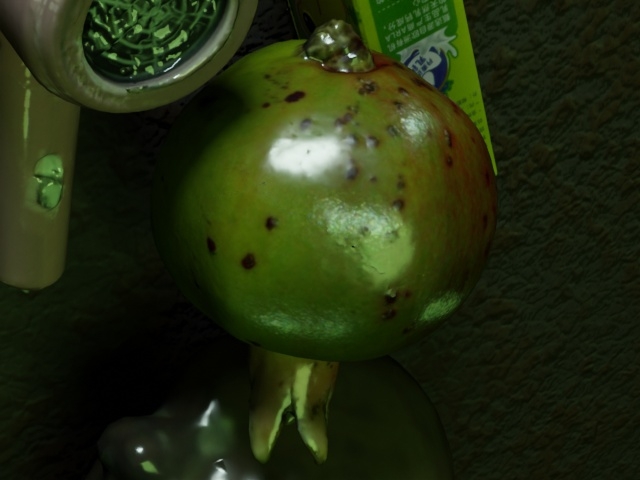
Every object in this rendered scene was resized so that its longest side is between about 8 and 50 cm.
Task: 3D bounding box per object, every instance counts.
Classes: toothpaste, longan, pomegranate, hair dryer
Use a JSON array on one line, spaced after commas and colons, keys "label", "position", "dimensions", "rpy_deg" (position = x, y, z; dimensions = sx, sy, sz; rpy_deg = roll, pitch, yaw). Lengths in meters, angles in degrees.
[{"label": "toothpaste", "position": [0.028, -0.169, 0.826], "dimensions": [0.077, 0.110, 0.327], "rpy_deg": [-31, 130, -16]}, {"label": "longan", "position": [-0.047, 0.194, 0.913], "dimensions": [0.300, 0.243, 0.300], "rpy_deg": [-13, 110, -39]}, {"label": "pomegranate", "position": [-0.002, 0.006, 0.744], "dimensions": [0.198, 0.198, 0.246], "rpy_deg": [19, 77, -39]}, {"label": "hair dryer", "position": [-0.146, -0.084, 0.725], "dimensions": [0.125, 0.210, 0.352], "rpy_deg": [-18, 140, -29]}]
